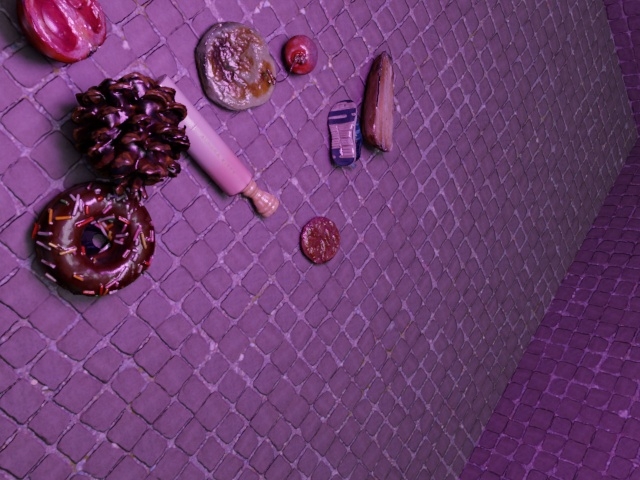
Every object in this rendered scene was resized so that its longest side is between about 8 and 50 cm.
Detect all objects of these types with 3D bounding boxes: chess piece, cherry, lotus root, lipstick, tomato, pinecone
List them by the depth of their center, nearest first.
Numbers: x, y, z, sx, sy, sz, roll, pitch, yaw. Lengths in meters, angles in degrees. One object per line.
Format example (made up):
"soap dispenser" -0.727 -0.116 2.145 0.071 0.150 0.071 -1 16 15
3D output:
"tomato" -0.538 -0.445 1.144 0.173 0.099 0.189 61 33 -32
"pinecone" -0.387 -0.223 1.198 0.243 0.243 0.257 -34 92 -34
"lipstick" -0.298 -0.250 1.382 0.327 0.087 0.087 50 63 -33
"chess piece" -0.173 -0.124 1.527 0.122 0.066 0.066 44 66 -29
"cherry" -0.074 -0.495 1.528 0.225 0.090 0.107 -44 140 -50
"lotus root" 0.178 -0.441 1.782 0.167 0.078 0.330 32 60 -62

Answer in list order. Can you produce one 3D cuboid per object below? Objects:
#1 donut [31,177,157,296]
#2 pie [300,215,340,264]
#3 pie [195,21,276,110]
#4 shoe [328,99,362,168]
"donut" -0.484 -0.002 1.239 0.269 0.103 0.270 -5 97 -42
"pie" 0.000 0.000 1.706 0.154 0.036 0.155 -5 98 -40
"pie" -0.213 -0.446 1.459 0.240 0.054 0.241 -3 95 -40
"shoe" 0.082 -0.324 1.720 0.106 0.091 0.207 -6 94 -67
